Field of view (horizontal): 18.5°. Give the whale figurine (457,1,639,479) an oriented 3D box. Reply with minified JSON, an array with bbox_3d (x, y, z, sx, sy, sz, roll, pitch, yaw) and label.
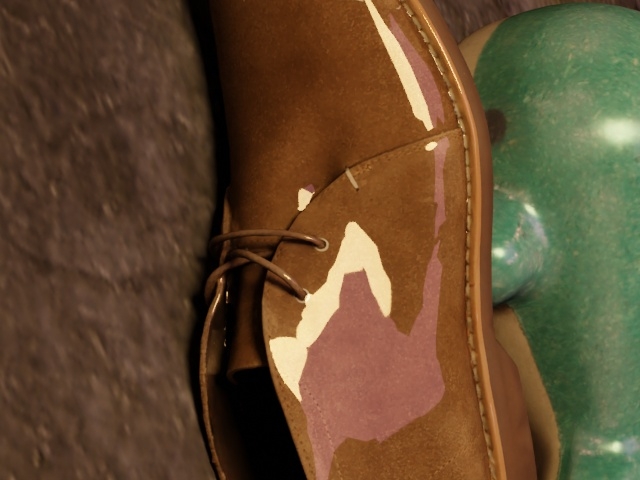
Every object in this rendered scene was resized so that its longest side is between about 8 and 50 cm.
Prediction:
[{"bbox_3d":[0.144,0.017,0.938,0.216,0.141,0.272,12,68,-52],"label":"whale figurine"}]

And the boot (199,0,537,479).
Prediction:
[{"bbox_3d":[0.000,0.000,0.790,0.115,0.112,0.305,-15,91,-44],"label":"boot"}]
